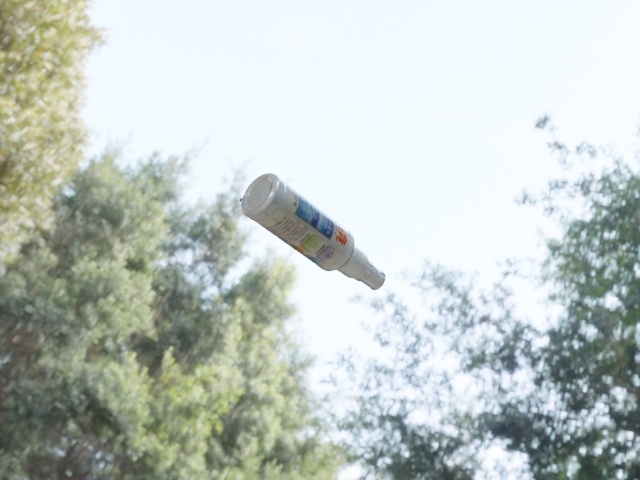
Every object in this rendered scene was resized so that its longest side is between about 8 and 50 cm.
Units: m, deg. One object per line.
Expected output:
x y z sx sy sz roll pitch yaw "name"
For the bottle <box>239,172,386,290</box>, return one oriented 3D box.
0.000 0.000 1.134 0.060 0.060 0.217 -19 -42 36 "bottle"
